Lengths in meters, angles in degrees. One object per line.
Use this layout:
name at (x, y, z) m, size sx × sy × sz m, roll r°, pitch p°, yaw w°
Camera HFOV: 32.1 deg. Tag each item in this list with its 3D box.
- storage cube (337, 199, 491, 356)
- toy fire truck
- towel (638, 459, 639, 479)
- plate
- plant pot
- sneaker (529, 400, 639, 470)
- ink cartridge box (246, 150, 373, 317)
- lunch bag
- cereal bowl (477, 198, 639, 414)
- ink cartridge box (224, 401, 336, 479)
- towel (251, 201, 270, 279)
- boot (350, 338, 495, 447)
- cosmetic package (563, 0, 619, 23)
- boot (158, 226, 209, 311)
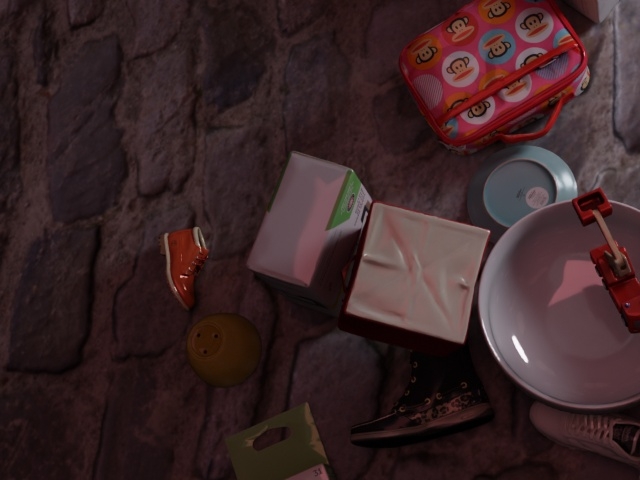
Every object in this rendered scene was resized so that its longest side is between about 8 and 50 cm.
storage cube at (0.138, 0.064, 1.718) m, size 0.215 × 0.193 × 0.183 m, roll 15°, pitch 79°, yaw 1°
toy fire truck at (0.429, 0.032, 1.616) m, size 0.047 × 0.135 × 0.192 m, roll -24°, pitch 64°, yaw 5°
towel at (0.530, 0.356, 1.614) m, size 0.144 × 0.197 × 0.029 m, roll 20°, pitch 61°, yaw 24°
plate at (0.340, -0.077, 1.890) m, size 0.188 × 0.024 × 0.188 m, roll -5°, pitch 72°, yaw 16°
plant pot at (-0.181, 0.183, 1.938) m, size 0.134 × 0.095 × 0.134 m, roll -5°, pitch 73°, yaw 15°
sneaker at (0.435, 0.290, 1.715) m, size 0.235 × 0.095 × 0.090 m, roll 15°, pitch 81°, yaw 22°
ink cartridge box at (0.000, 0.000, 1.838) m, size 0.117 × 0.278 × 0.201 m, roll 18°, pitch 80°, yaw 18°
lunch bag at (0.306, -0.281, 1.916) m, size 0.293 × 0.120 × 0.258 m, roll -31°, pitch 72°, yaw 8°
cereal bowl at (0.419, 0.112, 1.740) m, size 0.339 × 0.141 × 0.339 m, roll -5°, pitch 69°, yaw 14°
ink cartridge box at (-0.062, 0.407, 1.859) m, size 0.171 × 0.056 × 0.235 m, roll -25°, pitch 71°, yaw 10°
towel at (-0.097, 0.004, 1.893) m, size 0.021 × 0.237 × 0.102 m, roll 22°, pitch 80°, yaw 1°
boot at (0.152, 0.237, 1.826) m, size 0.236 × 0.085 × 0.178 m, roll -14°, pitch 68°, yaw 6°
cosmetic package at (0.382, -0.611, 1.958) m, size 0.453 × 0.161 × 0.230 m, roll 42°, pitch 90°, yaw 23°
boot at (-0.238, 0.049, 2.018) m, size 0.085 × 0.059 × 0.158 m, roll -17°, pitch 69°, yaw 7°
